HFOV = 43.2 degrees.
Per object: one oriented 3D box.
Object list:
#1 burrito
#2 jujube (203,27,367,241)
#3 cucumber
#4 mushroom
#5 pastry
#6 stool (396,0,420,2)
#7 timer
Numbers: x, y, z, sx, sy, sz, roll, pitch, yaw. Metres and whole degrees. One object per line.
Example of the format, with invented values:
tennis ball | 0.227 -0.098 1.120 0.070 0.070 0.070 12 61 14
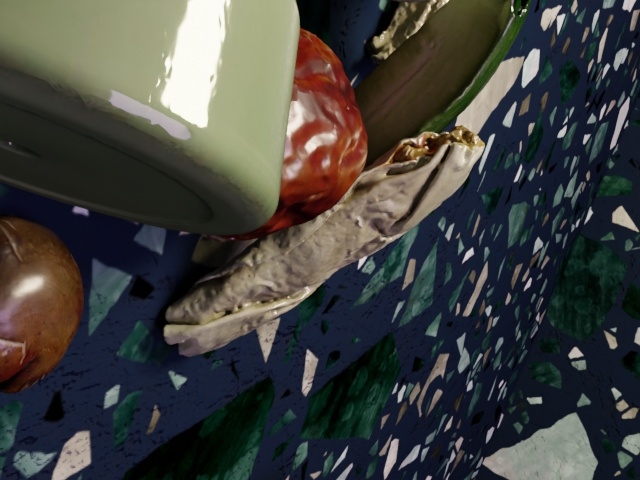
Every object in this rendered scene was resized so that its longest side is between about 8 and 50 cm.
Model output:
burrito | 0.000 0.000 0.844 0.392 0.076 0.117 -35 157 8
jujube | -0.057 -0.101 0.718 0.290 0.197 0.197 -26 134 -68
cucumber | 0.118 -0.169 0.886 0.325 0.105 0.145 -42 170 34
mushroom | -0.247 0.068 0.622 0.135 0.080 0.171 16 93 -52
pastry | 0.152 -0.321 1.026 0.259 0.089 0.121 -64 165 2
stool | 0.118 -0.364 0.791 0.198 0.195 0.195 -41 173 -31
timer | -0.121 -0.192 0.467 0.291 0.290 0.316 37 68 -62
